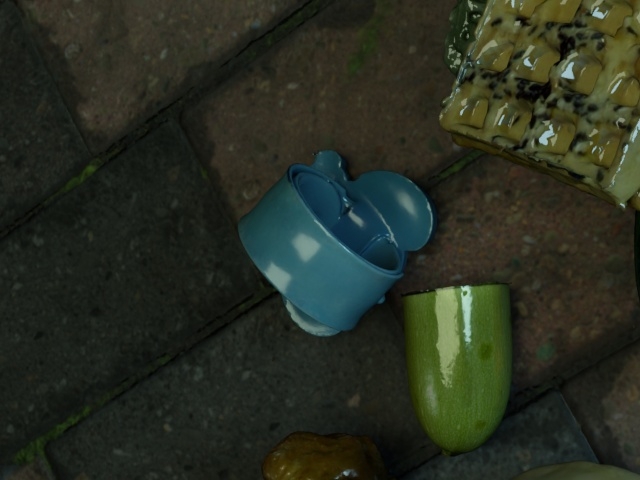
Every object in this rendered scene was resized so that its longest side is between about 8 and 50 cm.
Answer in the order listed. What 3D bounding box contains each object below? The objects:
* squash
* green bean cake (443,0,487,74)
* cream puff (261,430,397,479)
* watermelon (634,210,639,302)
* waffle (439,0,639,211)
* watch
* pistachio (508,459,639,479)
[{"bbox_3d":[0.143,0.136,1.848,0.123,0.123,0.187,-1,89,26],"label":"squash"},{"bbox_3d":[0.245,-0.256,1.796,0.222,0.125,0.227,13,91,25],"label":"green bean cake"},{"bbox_3d":[0.033,0.332,1.857,0.155,0.241,0.269,-36,104,28],"label":"cream puff"},{"bbox_3d":[0.414,0.016,1.644,0.292,0.250,0.283,7,99,29],"label":"watermelon"},{"bbox_3d":[0.279,-0.227,1.606,0.261,0.114,0.376,27,93,46],"label":"waffle"},{"bbox_3d":[0.000,0.000,1.875,0.211,0.193,0.211,0,90,24],"label":"watch"},{"bbox_3d":[0.291,0.430,1.704,0.365,0.281,0.445,-45,55,19],"label":"pistachio"}]
